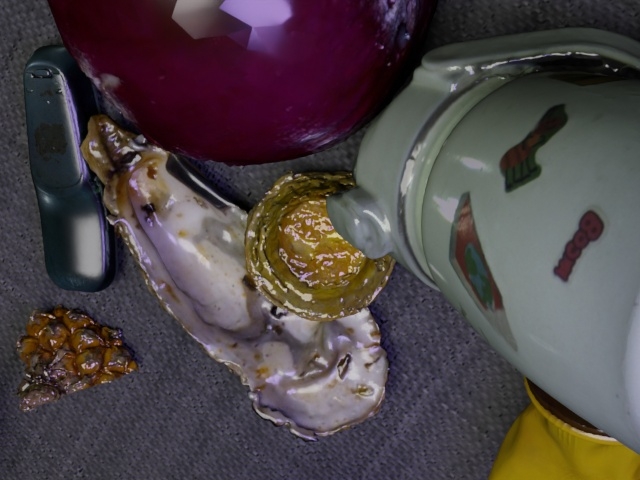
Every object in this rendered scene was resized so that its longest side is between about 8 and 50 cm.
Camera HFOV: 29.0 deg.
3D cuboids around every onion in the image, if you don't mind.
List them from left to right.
[{"bbox_3d":[-0.070,-0.214,0.853,0.281,0.260,0.337,12,113,24],"label":"onion"}]

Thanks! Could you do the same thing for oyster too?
[{"bbox_3d":[-0.075,0.023,1.044,0.129,0.078,0.345,-45,86,8],"label":"oyster"}]

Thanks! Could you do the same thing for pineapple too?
[{"bbox_3d":[-0.240,0.122,1.132,0.114,0.114,0.077,34,136,13],"label":"pineapple"}]

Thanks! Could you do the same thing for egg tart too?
[{"bbox_3d":[0.000,0.000,0.989,0.130,0.052,0.130,0,86,2],"label":"egg tart"}]

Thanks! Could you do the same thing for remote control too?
[{"bbox_3d":[-0.220,-0.060,1.084,0.072,0.042,0.222,4,109,24],"label":"remote control"}]

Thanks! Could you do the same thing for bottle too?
[{"bbox_3d":[0.166,-0.016,0.804,0.351,0.229,0.229,32,126,54],"label":"bottle"}]

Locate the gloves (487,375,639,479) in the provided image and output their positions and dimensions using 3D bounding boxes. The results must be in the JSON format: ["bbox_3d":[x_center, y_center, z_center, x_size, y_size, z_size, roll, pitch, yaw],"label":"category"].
[{"bbox_3d":[0.203,0.198,0.937,0.133,0.116,0.294,39,146,37],"label":"gloves"}]
